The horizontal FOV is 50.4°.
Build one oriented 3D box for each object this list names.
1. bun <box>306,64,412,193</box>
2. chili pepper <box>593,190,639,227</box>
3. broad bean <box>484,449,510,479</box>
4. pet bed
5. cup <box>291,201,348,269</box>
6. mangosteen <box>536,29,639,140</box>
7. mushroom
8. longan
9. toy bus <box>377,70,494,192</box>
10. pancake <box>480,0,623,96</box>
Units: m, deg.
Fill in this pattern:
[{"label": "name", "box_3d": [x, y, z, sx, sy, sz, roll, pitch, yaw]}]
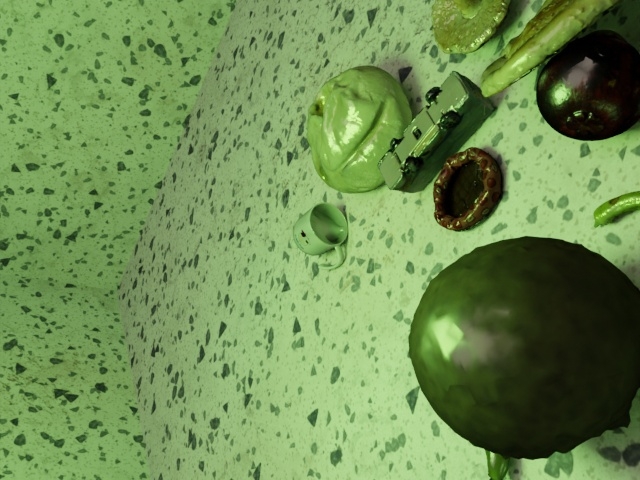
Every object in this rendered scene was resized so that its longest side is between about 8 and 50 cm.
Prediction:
[{"label": "bun", "box_3d": [0.084, -0.312, 1.876, 0.365, 0.219, 0.366, -24, 61, 56]}, {"label": "chili pepper", "box_3d": [0.564, -0.064, 1.191, 0.208, 0.043, 0.049, -15, 54, 55]}, {"label": "broad bean", "box_3d": [0.335, 0.361, 1.377, 0.075, 0.067, 0.325, 129, 142, -49]}, {"label": "pet bed", "box_3d": [0.335, -0.119, 1.566, 0.201, 0.053, 0.201, -27, 55, 46]}, {"label": "cup", "box_3d": [0.002, -0.010, 2.009, 0.142, 0.173, 0.134, -35, 20, 50]}, {"label": "mangosteen", "box_3d": [0.497, -0.281, 1.238, 0.210, 0.209, 0.210, -27, 57, 51]}, {"label": "mushroom", "box_3d": [0.313, -0.596, 1.569, 0.232, 0.302, 0.208, -5, 41, 44]}, {"label": "longan", "box_3d": [0.343, 0.182, 1.132, 0.391, 0.390, 0.391, -27, 57, 51]}, {"label": "toy bus", "box_3d": [0.276, -0.249, 1.631, 0.317, 0.137, 0.113, -49, 47, 36]}, {"label": "pancake", "box_3d": [0.453, -0.424, 1.306, 0.387, 0.082, 0.387, -44, 6, 5]}]
